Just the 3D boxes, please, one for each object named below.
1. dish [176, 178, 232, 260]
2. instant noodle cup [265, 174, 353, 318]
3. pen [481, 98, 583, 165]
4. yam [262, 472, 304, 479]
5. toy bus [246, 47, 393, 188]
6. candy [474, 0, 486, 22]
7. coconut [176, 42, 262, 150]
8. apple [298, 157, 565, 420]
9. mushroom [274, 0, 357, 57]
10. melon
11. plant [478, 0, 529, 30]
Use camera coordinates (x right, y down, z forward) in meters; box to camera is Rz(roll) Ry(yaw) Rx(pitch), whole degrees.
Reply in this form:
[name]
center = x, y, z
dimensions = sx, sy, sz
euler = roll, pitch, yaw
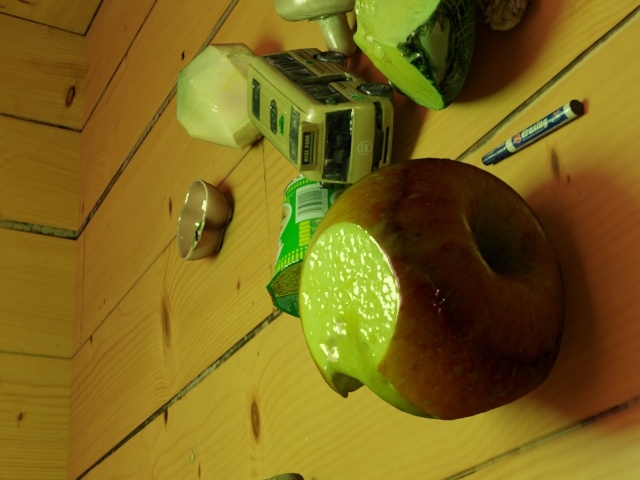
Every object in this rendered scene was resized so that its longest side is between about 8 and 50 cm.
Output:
[dish]
center = -0.291, -0.047, 2.405
dimensions = 0.213, 0.090, 0.213
euler = -37, 47, 53
[instant noodle cup]
center = 0.000, 0.000, 1.758
dimensions = 0.207, 0.207, 0.233
euler = -49, 34, 43
[pen]
center = 0.312, -0.157, 1.407
dimensions = 0.204, 0.025, 0.025
euler = -32, 53, 54
[yam]
center = -0.057, 0.544, 1.735
dimensions = 0.238, 0.129, 0.128
euler = -110, 6, -45
[toy bus]
center = -0.005, -0.239, 1.791
dimensions = 0.365, 0.202, 0.177
euler = -133, 40, -55
[candy]
center = 0.270, -0.443, 1.571
dimensions = 0.043, 0.045, 0.175
euler = 78, -168, -73
[coconut]
center = -0.234, -0.343, 2.268
dimensions = 0.259, 0.259, 0.259
euler = -30, 55, 55
[apple]
center = 0.136, 0.084, 1.293
dimensions = 0.374, 0.374, 0.384
euler = -48, 25, 44
[mushroom]
center = 0.016, -0.473, 1.919
dimensions = 0.207, 0.207, 0.215
euler = 12, 123, 62
[melon]
center = 0.153, -0.349, 1.529
dimensions = 0.343, 0.226, 0.331
euler = -124, 39, -53
[plant]
center = 0.270, -0.392, 1.471
dimensions = 0.104, 0.122, 0.116
euler = -53, 48, 39
